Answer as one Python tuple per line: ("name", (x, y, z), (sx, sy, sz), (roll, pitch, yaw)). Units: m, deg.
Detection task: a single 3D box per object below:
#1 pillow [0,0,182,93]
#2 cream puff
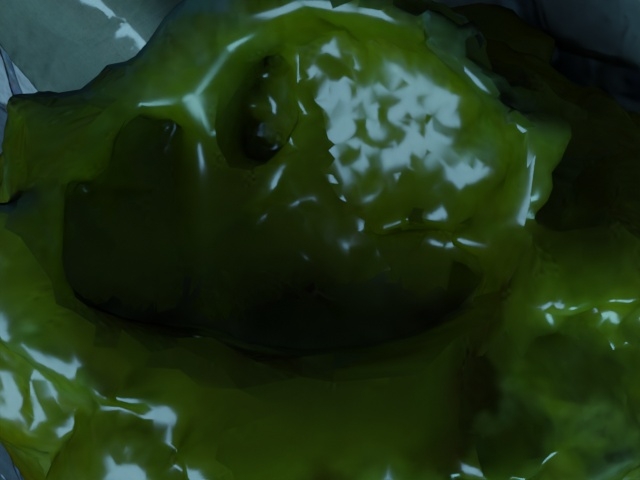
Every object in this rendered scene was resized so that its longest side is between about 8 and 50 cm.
("pillow", (-0.125, -0.130, 0.685), (0.181, 0.078, 0.134), (50, 147, -17))
("cream puff", (0.002, 0.001, 0.458), (0.282, 0.282, 0.185), (31, 140, 39))
